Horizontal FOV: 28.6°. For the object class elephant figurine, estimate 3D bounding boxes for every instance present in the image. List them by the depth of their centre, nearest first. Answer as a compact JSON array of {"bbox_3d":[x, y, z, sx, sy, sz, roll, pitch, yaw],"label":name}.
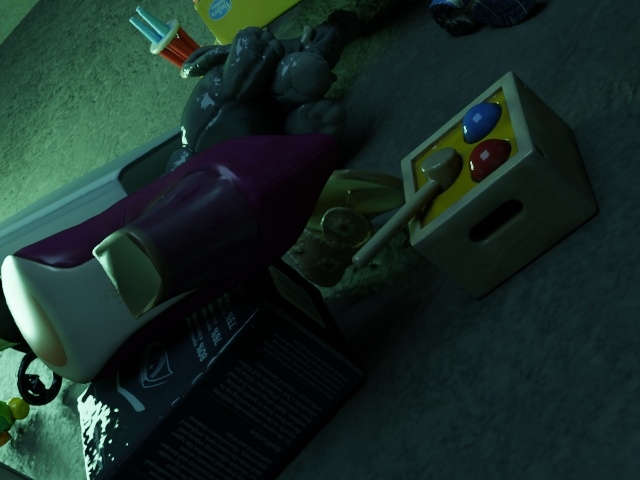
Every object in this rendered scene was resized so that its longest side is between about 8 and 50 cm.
[{"bbox_3d":[-0.054,-0.146,1.264,0.239,0.186,0.169,-98,21,-68],"label":"elephant figurine"}]

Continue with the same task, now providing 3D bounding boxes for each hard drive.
[{"bbox_3d":[-0.259,-0.042,1.378,0.353,0.047,0.233,-21,13,37],"label":"hard drive"}]

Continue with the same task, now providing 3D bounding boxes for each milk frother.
[{"bbox_3d":[-0.349,0.116,1.406,0.134,0.129,0.143,-22,32,40],"label":"milk frother"}]

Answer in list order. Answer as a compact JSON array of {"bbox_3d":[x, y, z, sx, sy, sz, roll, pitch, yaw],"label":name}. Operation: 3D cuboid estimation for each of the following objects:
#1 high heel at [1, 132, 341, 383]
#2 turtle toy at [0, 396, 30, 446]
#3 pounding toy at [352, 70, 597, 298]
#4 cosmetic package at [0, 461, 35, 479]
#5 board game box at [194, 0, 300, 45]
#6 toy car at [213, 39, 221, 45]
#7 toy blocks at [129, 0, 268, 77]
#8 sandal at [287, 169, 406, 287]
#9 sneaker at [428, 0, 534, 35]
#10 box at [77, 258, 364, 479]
[{"bbox_3d":[-0.128,0.016,1.003,0.181,0.127,0.377,-32,8,-32],"label":"high heel"},{"bbox_3d":[-0.393,0.197,1.393,0.095,0.130,0.066,4,78,33],"label":"turtle toy"},{"bbox_3d":[0.104,-0.034,0.891,0.141,0.100,0.130,-39,28,24],"label":"pounding toy"},{"bbox_3d":[-0.381,0.305,1.190,0.296,0.153,0.129,-25,37,41],"label":"cosmetic package"},{"bbox_3d":[0.043,-0.335,1.321,0.316,0.064,0.242,-27,12,41],"label":"board game box"},{"bbox_3d":[-0.112,-0.297,1.420,0.053,0.225,0.239,-7,55,35],"label":"toy car"},{"bbox_3d":[-0.152,-0.263,1.550,0.054,0.148,0.123,4,60,59],"label":"toy blocks"},{"bbox_3d":[0.006,0.001,1.037,0.240,0.088,0.079,163,115,-69],"label":"sandal"},{"bbox_3d":[0.150,-0.227,1.124,0.058,0.052,0.135,-55,26,-16],"label":"sneaker"},{"bbox_3d":[-0.086,0.118,0.996,0.207,0.108,0.153,-48,25,9],"label":"box"}]
